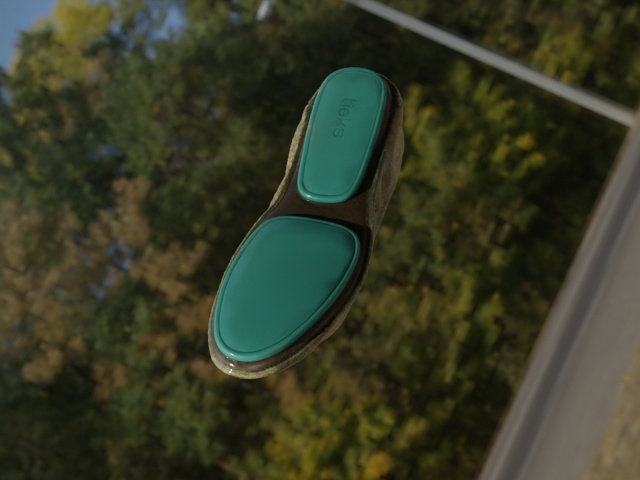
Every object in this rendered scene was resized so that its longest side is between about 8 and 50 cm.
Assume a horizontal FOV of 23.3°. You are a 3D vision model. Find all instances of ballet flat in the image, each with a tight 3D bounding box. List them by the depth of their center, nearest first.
[{"bbox_3d":[0.000,0.000,1.392,0.123,0.123,0.349,105,-175,-57],"label":"ballet flat"}]
